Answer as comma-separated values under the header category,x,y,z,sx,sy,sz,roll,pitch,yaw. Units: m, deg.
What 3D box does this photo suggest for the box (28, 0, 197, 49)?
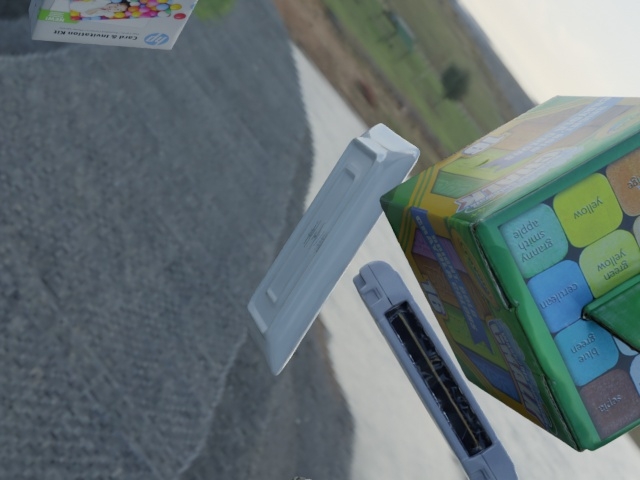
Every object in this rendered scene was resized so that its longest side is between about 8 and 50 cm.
category,x,y,z,sx,sy,sz,roll,pitch,yaw
box,-0.187,-0.244,1.169,0.186,0.145,0.038,139,-52,-60

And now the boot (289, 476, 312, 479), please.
category,x,y,z,sx,sy,sz,roll,pitch,yaw
boot,0.001,0.510,1.728,0.377,0.284,0.138,24,-40,31

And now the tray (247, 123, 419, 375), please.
category,x,y,z,sx,sy,sz,roll,pitch,yaw
tray,0.000,0.000,1.287,0.030,0.270,0.145,30,7,-22

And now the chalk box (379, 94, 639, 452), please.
category,x,y,z,sx,sy,sz,roll,pitch,yaw
chalk box,0.188,0.014,0.866,0.179,0.180,0.289,63,-9,-11

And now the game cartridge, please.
category,x,y,z,sx,sy,sz,roll,pitch,yaw
game cartridge,0.133,0.165,1.421,0.294,0.060,0.196,60,-4,11
